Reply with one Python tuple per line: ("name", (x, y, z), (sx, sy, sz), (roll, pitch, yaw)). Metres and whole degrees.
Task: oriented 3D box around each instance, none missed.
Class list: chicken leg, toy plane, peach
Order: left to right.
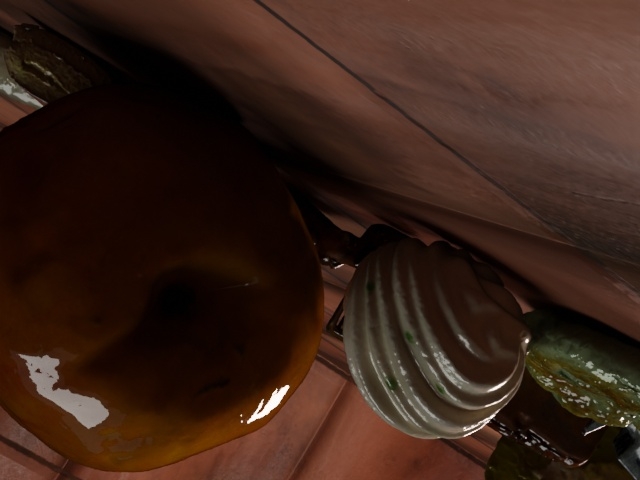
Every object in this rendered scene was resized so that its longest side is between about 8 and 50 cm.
("peach", (-0.167, 0.033, 1.584), (0.342, 0.343, 0.301), (35, 168, -32))
("chicken leg", (0.000, 0.000, 1.723), (0.113, 0.093, 0.304), (13, 179, -42))
("toy plane", (0.317, 0.203, 1.760), (0.262, 0.088, 0.192), (37, -160, -16))

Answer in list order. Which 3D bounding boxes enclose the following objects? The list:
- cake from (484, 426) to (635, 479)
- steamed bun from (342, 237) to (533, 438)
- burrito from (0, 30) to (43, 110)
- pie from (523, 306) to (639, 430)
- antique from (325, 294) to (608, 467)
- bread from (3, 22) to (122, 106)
("cake", (0.324, 0.305, 2.078), (0.260, 0.179, 0.156), (28, 174, 32))
("steamed bun", (0.090, 0.088, 1.535), (0.183, 0.106, 0.183), (21, 127, 31))
("burrito", (-0.300, -0.167, 1.907), (0.275, 0.059, 0.082), (31, -179, 2))
("pie", (0.269, 0.133, 1.574), (0.240, 0.054, 0.240), (30, 171, 5))
("antique", (0.161, 0.133, 1.903), (0.310, 0.093, 0.087), (31, 174, -1))
("bread", (-0.217, -0.131, 1.738), (0.119, 0.067, 0.192), (36, 176, 30))
